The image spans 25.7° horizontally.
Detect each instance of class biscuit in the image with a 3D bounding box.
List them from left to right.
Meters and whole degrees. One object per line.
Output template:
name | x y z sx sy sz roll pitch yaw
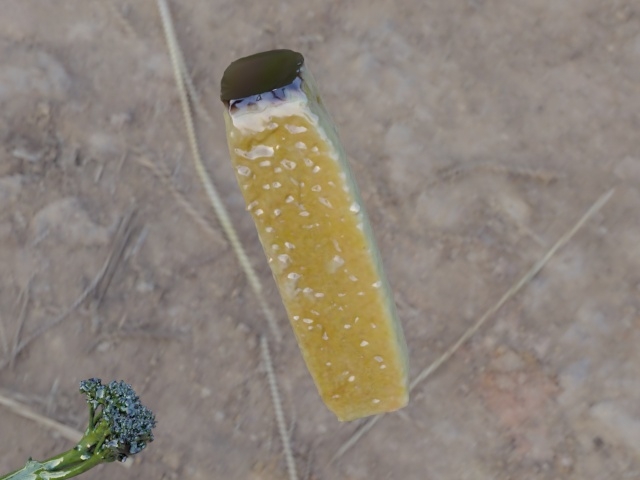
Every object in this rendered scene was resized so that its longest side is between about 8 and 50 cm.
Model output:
biscuit | 0.000 0.000 0.670 0.052 0.188 0.056 -16 31 4

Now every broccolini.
broccolini | -0.176 0.142 0.842 0.052 0.194 0.054 42 23 -56
